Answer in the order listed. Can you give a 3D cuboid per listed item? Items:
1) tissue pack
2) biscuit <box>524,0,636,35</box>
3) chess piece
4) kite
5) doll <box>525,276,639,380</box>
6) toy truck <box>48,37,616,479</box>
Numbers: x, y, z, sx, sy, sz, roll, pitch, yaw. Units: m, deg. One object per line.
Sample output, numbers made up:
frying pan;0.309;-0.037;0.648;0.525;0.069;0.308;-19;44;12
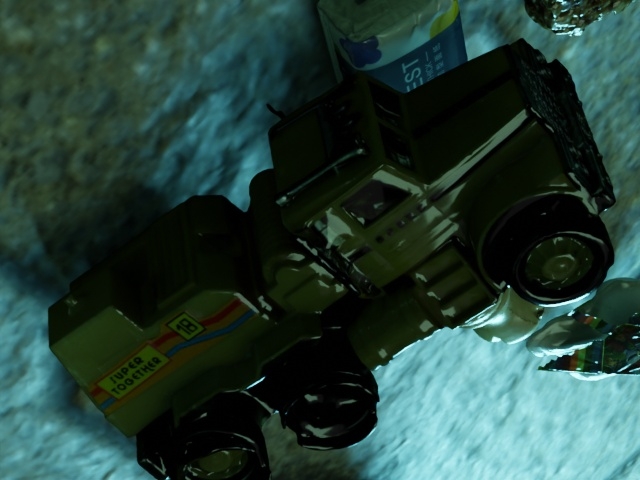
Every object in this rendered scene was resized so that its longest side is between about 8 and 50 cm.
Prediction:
tissue pack;0.037;-0.091;0.872;0.062;0.042;0.083;-34;148;-12
biscuit;0.188;-0.172;0.941;0.199;0.034;0.064;-31;147;-15
chess piece;0.081;0.024;1.046;0.060;0.060;0.172;-49;149;11
kite;0.196;0.063;1.172;0.090;0.004;0.122;30;132;-21
doll;0.329;-0.017;1.175;0.348;0.161;0.423;4;131;-20
toy truck;0.004;0.002;0.839;0.257;0.127;0.127;-30;127;16
